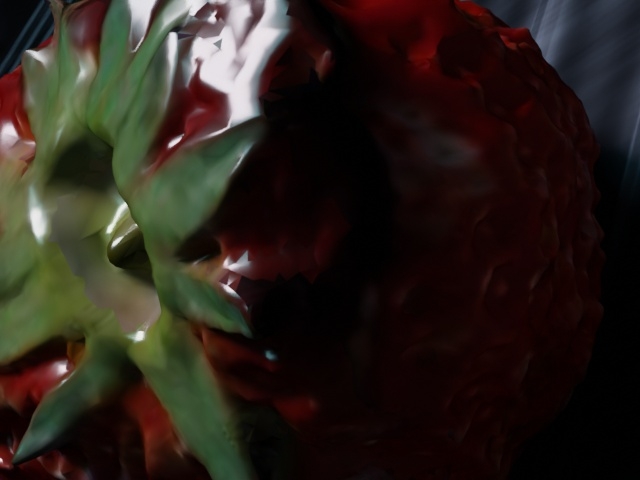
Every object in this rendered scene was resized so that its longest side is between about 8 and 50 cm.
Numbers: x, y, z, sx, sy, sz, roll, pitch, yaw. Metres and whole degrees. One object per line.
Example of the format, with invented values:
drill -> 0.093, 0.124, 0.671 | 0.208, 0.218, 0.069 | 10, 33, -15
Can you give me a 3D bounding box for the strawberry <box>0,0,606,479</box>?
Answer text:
strawberry -> -0.003, 0.014, 0.770 | 0.291, 0.310, 0.292 | -18, 64, 40
